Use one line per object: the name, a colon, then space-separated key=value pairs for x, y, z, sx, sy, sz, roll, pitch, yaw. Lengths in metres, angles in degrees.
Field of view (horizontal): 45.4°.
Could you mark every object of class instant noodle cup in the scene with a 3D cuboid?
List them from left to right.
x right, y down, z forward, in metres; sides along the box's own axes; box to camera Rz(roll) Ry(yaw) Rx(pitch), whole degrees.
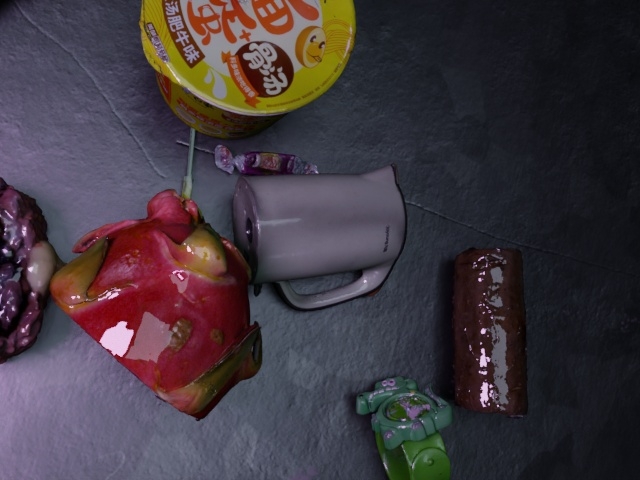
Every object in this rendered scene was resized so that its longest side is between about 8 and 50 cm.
instant noodle cup: x=-0.126 y=-0.295 z=1.154 sx=0.311 sy=0.221 sz=0.312 roll=4 pitch=77 yaw=-17

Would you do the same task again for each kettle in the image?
kettle: x=0.000 y=0.000 z=1.206 sx=0.255 sy=0.165 sz=0.240 roll=-6 pitch=114 yaw=-21

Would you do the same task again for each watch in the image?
watch: x=0.143 y=0.315 z=1.215 sx=0.131 sy=0.165 sz=0.152 roll=-17 pitch=112 yaw=-19

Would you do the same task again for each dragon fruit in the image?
dragon fruit: x=-0.198 y=0.074 z=1.053 sx=0.305 sy=0.305 sz=0.226 roll=42 pitch=78 yaw=-7

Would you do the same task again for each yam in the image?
yam: x=0.278 y=0.151 z=1.270 sx=0.131 sy=0.131 sz=0.280 roll=4 pitch=78 yaw=-16

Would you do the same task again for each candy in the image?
candy: x=-0.207 y=-0.096 z=1.205 sx=0.062 sy=0.058 sz=0.194 roll=19 pitch=67 yaw=-41
candy: x=-0.085 y=-0.124 z=1.243 sx=0.174 sy=0.043 sz=0.045 roll=5 pitch=91 yaw=-16

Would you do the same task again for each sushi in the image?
sushi: x=-0.469 y=0.036 z=1.043 sx=0.236 sy=0.171 sz=0.270 roll=7 pitch=76 yaw=-15
